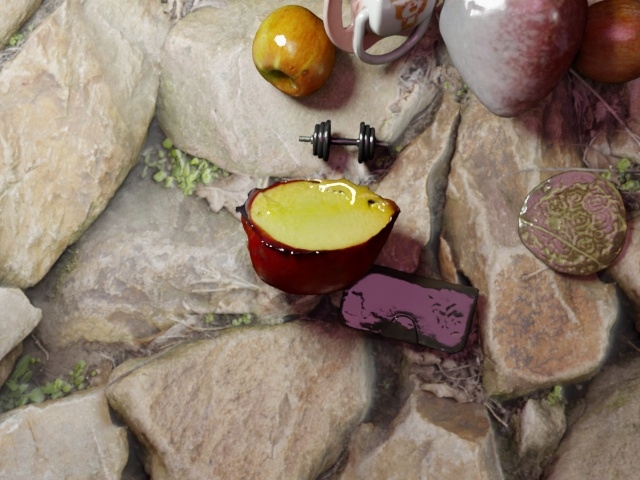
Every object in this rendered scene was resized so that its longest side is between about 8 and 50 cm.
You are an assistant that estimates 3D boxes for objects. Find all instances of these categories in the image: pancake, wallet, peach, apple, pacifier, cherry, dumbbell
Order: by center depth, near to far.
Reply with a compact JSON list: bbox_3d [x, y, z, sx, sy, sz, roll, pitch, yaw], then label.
[{"bbox_3d":[0.403,-0.462,1.628,0.291,0.335,0.326,-28,53,-33],"label":"cherry"},{"bbox_3d":[0.649,-0.441,1.658,0.174,0.188,0.188,-3,88,10],"label":"apple"},{"bbox_3d":[0.134,-0.557,1.685,0.332,0.220,0.273,-26,84,-22],"label":"pacifier"},{"bbox_3d":[0.000,0.000,1.688,0.362,0.201,0.257,-9,48,-9],"label":"peach"},{"bbox_3d":[-0.058,-0.436,1.711,0.196,0.196,0.196,0,88,4],"label":"apple"},{"bbox_3d":[0.586,-0.042,1.724,0.250,0.031,0.250,0,88,5],"label":"pancake"},{"bbox_3d":[0.054,-0.229,1.737,0.209,0.099,0.099,4,88,3],"label":"dumbbell"},{"bbox_3d":[0.202,0.155,1.740,0.310,0.042,0.165,14,87,5],"label":"wallet"}]
